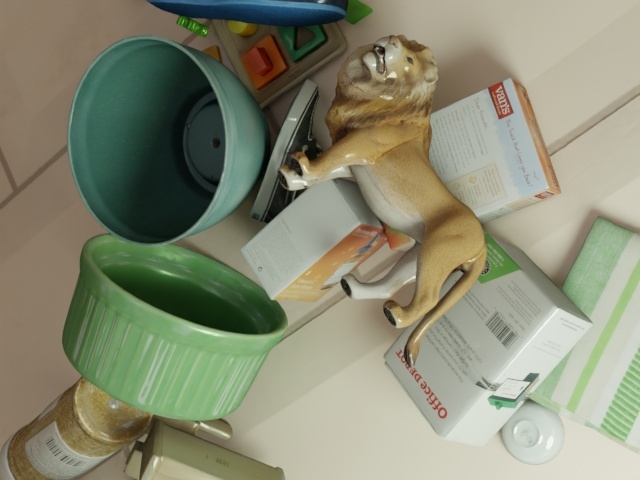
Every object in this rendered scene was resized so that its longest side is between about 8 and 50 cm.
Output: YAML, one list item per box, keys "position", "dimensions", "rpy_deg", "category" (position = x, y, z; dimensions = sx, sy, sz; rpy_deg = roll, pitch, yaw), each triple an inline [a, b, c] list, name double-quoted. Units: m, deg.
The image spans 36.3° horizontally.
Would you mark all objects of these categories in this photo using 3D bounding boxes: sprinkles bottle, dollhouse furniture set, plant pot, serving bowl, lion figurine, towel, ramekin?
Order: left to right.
- position: [-0.376, 0.296, 1.479]
  dimensions: [0.355, 0.121, 0.121]
  rpy_deg: [-37, 67, 47]
  category: "sprinkles bottle"
- position: [-0.212, 0.122, 1.375]
  dimensions: [0.303, 0.303, 0.148]
  rpy_deg: [31, 105, 27]
  category: "ramekin"
- position: [-0.205, 0.424, 1.373]
  dimensions: [0.198, 0.286, 0.303]
  rpy_deg: [25, 96, -11]
  category: "dollhouse furniture set"
- position: [-0.197, -0.144, 1.434]
  dimensions: [0.293, 0.196, 0.293]
  rpy_deg: [3, 96, 31]
  category: "plant pot"
- position: [0.107, -0.060, 1.224]
  dimensions: [0.240, 0.142, 0.392]
  rpy_deg: [-26, 83, -19]
  category: "lion figurine"
- position: [0.268, 0.247, 1.250]
  dimensions: [0.083, 0.027, 0.083]
  rpy_deg: [-2, 86, 29]
  category: "serving bowl"
- position: [0.425, 0.148, 1.168]
  dimensions: [0.325, 0.038, 0.248]
  rpy_deg: [29, 98, 30]
  category: "towel"

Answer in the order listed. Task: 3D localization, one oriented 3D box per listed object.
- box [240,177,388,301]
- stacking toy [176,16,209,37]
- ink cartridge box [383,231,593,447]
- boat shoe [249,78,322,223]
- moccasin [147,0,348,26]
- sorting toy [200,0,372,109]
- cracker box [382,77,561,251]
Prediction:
- position: [0.000, 0.000, 1.361]
  dimensions: [0.170, 0.130, 0.091]
  rpy_deg: [-41, 67, 21]
  category: "box"
- position: [-0.221, -0.441, 1.567]
  dimensions: [0.221, 0.052, 0.167]
  rpy_deg: [34, 104, 28]
  category: "stacking toy"
- position: [0.205, 0.128, 1.234]
  dimensions: [0.219, 0.093, 0.160]
  rpy_deg: [-52, 44, 16]
  category: "ink cartridge box"
- position: [-0.036, -0.125, 1.432]
  dimensions: [0.070, 0.078, 0.219]
  rpy_deg: [20, 93, -6]
  category: "boat shoe"
- position: [-0.114, -0.381, 1.400]
  dimensions: [0.342, 0.138, 0.116]
  rpy_deg: [12, 91, 26]
  category: "moccasin"
- position: [-0.074, -0.319, 1.477]
  dimensions: [0.348, 0.047, 0.196]
  rpy_deg: [-32, 71, 23]
  category: "sorting toy"
- position: [0.183, -0.095, 1.303]
  dimensions: [0.232, 0.067, 0.155]
  rpy_deg: [-22, 75, 27]
  category: "cracker box"
